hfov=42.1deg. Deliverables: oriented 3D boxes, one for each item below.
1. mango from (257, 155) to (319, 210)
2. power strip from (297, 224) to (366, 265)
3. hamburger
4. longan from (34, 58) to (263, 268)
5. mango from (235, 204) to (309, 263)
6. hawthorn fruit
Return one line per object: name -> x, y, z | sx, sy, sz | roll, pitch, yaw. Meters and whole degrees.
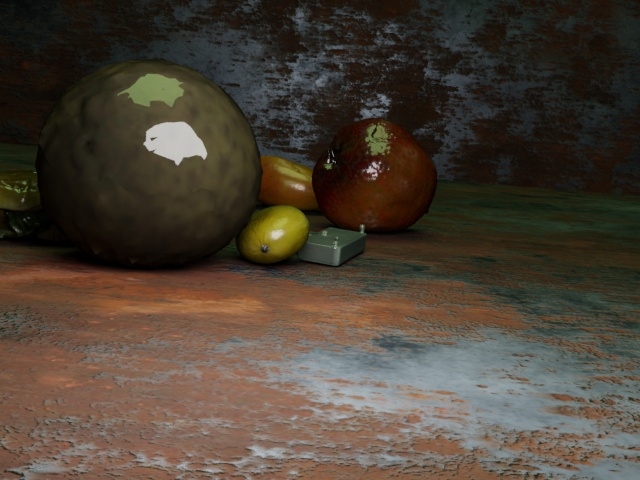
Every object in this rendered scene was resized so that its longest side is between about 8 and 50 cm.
mango -> -0.075, -0.148, 2.331 | 0.256, 0.138, 0.187 | 15, -5, 31
power strip -> 0.000, 0.000, 1.683 | 0.145, 0.061, 0.215 | 8, 9, 16
hamburger -> -0.573, -0.077, 1.650 | 0.284, 0.135, 0.265 | 5, 11, -10
longan -> -0.295, -0.124, 1.445 | 0.390, 0.392, 0.391 | 4, 9, -1
mango -> -0.098, -0.011, 1.578 | 0.137, 0.091, 0.237 | -26, 9, -16
hawthorn fruit -> 0.155, -0.137, 2.060 | 0.284, 0.285, 0.368 | 15, -8, 46
